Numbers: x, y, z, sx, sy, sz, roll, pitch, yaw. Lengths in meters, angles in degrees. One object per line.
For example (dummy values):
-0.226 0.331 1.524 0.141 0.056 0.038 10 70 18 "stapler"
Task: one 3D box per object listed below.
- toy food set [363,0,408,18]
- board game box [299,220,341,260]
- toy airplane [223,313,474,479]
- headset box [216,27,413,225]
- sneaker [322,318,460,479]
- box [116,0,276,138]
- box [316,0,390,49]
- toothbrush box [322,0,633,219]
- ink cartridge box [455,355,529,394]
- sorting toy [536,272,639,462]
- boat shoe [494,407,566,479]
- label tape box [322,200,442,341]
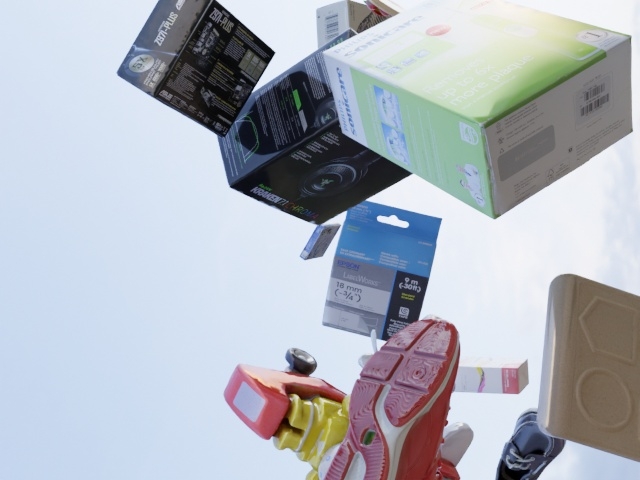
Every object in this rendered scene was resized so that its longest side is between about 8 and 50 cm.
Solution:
0.095 -0.314 1.138 0.083 0.020 0.082 25 -155 -12 "toy food set"
0.000 0.000 1.851 0.090 0.020 0.090 -59 -21 18 "board game box"
0.068 0.341 1.317 0.272 0.385 0.386 -64 -43 -79 "toy airplane"
0.028 -0.164 1.270 0.246 0.283 0.131 23 -135 -54 "headset box"
0.083 0.189 0.763 0.221 0.087 0.128 -56 -49 -24 "sneaker"
-0.162 -0.239 1.116 0.147 0.078 0.180 -58 -25 4 "box"
0.116 -0.432 1.788 0.275 0.094 0.113 -3 -91 -46 "box"
0.170 -0.168 0.935 0.206 0.283 0.122 -30 -53 -18 "toothbrush box"
0.388 0.321 1.991 0.115 0.198 0.067 -10 -84 -64 "ink cartridge box"
0.343 0.149 0.917 0.038 0.208 0.193 114 171 -61 "sorting toy"
0.299 0.316 1.203 0.065 0.075 0.206 -49 -22 -35 "boat shoe"
0.147 0.083 2.058 0.106 0.241 0.333 -66 -12 -57 "label tape box"
